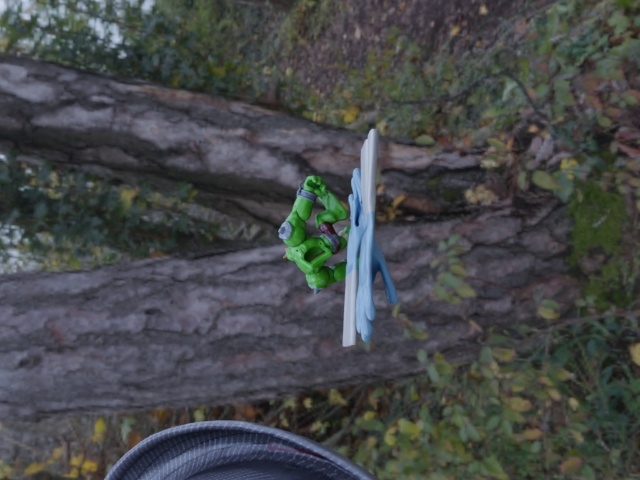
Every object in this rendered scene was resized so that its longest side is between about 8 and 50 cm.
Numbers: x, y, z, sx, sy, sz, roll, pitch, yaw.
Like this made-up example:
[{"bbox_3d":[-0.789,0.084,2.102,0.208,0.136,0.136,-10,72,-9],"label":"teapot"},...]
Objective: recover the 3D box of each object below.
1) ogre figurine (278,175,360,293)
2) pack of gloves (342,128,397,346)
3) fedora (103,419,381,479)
[{"bbox_3d":[0.000,0.000,1.166,0.097,0.118,0.197,29,151,37],"label":"ogre figurine"},{"bbox_3d":[0.063,0.010,0.835,0.195,0.046,0.231,112,161,-79],"label":"pack of gloves"},{"bbox_3d":[-0.060,0.209,0.287,0.275,0.124,0.243,-40,72,29],"label":"fedora"}]
